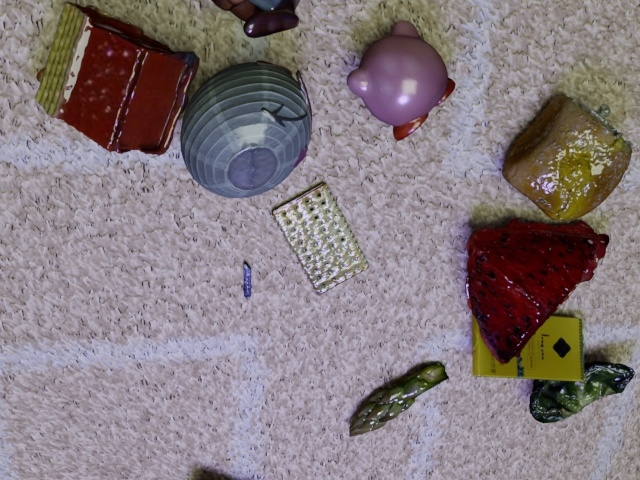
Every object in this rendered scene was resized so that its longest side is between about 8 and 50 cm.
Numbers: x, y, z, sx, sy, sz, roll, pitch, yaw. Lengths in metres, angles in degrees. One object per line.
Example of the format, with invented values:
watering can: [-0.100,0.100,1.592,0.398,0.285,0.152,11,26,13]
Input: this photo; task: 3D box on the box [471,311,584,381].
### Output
box: [0.494,0.252,1.590,0.279,0.041,0.153,5,77,-13]

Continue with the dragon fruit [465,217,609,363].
dragon fruit: [0.464,0.073,1.520,0.329,0.228,0.286,-38,154,-27]

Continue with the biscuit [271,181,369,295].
biscuit: [0.000,0.000,1.438,0.139,0.016,0.231,-28,116,2]

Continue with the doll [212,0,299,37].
doll: [-0.147,-0.491,1.057,0.340,0.317,0.209,36,134,-17]

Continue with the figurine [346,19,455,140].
figurine: [0.149,-0.299,1.248,0.173,0.173,0.173,-4,115,-9]

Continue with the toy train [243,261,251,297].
toy train: [-0.158,0.084,1.446,0.017,0.017,0.083,-3,115,-12]

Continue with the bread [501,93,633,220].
bread: [0.516,-0.169,1.371,0.196,0.176,0.246,31,105,-24]

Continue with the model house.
model house: [-0.372,-0.285,1.151,0.254,0.160,0.195,28,108,12]

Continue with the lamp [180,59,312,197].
lamp: [-0.134,-0.204,1.208,0.233,0.233,0.265,15,134,-17]

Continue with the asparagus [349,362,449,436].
asparagus: [0.178,0.385,1.616,0.287,0.080,0.080,-38,115,8]

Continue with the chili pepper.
chili pepper: [0.632,0.368,1.681,0.265,0.116,0.148,-22,144,-4]
